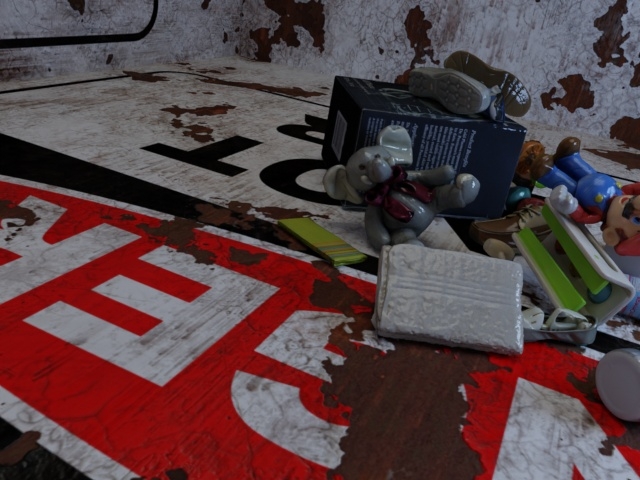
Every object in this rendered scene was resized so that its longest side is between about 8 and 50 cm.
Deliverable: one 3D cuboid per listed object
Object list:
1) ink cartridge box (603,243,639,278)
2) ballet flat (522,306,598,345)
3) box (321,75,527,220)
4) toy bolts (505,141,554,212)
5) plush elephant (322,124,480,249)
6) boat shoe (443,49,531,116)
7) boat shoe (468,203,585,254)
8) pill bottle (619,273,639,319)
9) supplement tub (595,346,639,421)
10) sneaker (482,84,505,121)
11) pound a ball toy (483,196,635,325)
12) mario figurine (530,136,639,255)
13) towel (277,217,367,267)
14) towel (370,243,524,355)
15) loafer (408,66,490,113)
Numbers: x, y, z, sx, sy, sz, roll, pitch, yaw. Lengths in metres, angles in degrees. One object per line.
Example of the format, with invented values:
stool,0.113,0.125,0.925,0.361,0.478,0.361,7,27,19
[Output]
ink cartridge box,0.822,0.010,1.375,0.306,0.226,0.131,-7,34,-30
ballet flat,0.433,0.158,1.119,0.213,0.068,0.072,5,25,-7
box,0.281,-0.294,1.775,0.472,0.297,0.480,6,25,-11
toy bolts,0.635,-0.182,1.724,0.218,0.228,0.158,0,36,-30
plush elephant,0.168,-0.131,1.397,0.255,0.272,0.330,44,-2,-18
boat shoe,0.493,-0.464,1.705,0.285,0.104,0.089,34,9,-7
boat shoe,0.547,-0.039,1.513,0.324,0.119,0.122,1,26,-17
pill bottle,0.683,0.123,1.255,0.160,0.087,0.087,18,27,20
supplement tub,0.567,0.231,0.954,0.191,0.117,0.117,-1,27,-19
sneaker,0.460,-0.369,1.581,0.081,0.080,0.211,-5,23,15
pound a ball toy,0.520,0.059,1.285,0.136,0.208,0.319,22,31,-23
mario figurine,0.611,-0.104,1.217,0.320,0.198,0.170,48,19,29
towel,0.000,0.000,1.374,0.102,0.021,0.237,-5,27,-38
towel,0.241,0.109,1.086,0.282,0.049,0.187,10,63,-1
loafer,0.367,-0.424,1.601,0.112,0.112,0.319,-12,32,-22
